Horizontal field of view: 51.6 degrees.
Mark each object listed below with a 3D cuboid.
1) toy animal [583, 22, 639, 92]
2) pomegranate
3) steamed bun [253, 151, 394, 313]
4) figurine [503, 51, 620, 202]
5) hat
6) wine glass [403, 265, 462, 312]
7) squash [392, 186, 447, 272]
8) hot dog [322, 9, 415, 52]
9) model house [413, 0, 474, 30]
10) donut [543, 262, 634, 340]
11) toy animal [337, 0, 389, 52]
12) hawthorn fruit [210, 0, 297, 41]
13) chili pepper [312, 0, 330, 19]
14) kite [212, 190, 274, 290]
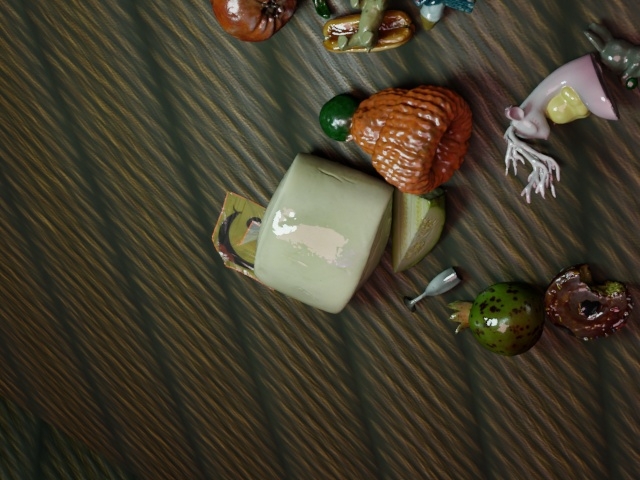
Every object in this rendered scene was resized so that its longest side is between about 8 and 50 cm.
[{"bbox_3d":[0.739,-0.432,1.582,0.236,0.138,0.108,42,166,23],"label":"toy animal"},{"bbox_3d":[0.502,0.233,1.918,0.285,0.231,0.231,-13,110,25],"label":"pomegranate"},{"bbox_3d":[0.000,0.000,1.954,0.371,0.290,0.456,23,121,6],"label":"steamed bun"},{"bbox_3d":[0.584,-0.268,1.659,0.315,0.206,0.284,-24,94,34],"label":"figurine"},{"bbox_3d":[0.202,-0.308,1.798,0.400,0.285,0.285,35,129,39],"label":"hat"},{"bbox_3d":[0.347,0.148,2.036,0.198,0.066,0.066,-38,98,29],"label":"wine glass"},{"bbox_3d":[0.301,-0.017,1.925,0.203,0.111,0.289,33,132,58],"label":"squash"},{"bbox_3d":[0.126,-0.551,1.759,0.249,0.068,0.100,0,102,18],"label":"hot dog"},{"bbox_3d":[0.297,-0.654,1.601,0.253,0.184,0.291,20,135,3],"label":"model house"},{"bbox_3d":[0.752,0.171,1.871,0.230,0.096,0.216,13,122,14],"label":"donut"},{"bbox_3d":[0.134,-0.573,1.669,0.103,0.101,0.219,29,111,35],"label":"toy animal"},{"bbox_3d":[-0.199,-0.665,1.746,0.272,0.241,0.242,47,128,32],"label":"hawthorn fruit"},{"bbox_3d":[0.000,-0.683,1.752,0.073,0.050,0.182,9,121,9],"label":"chili pepper"},{"bbox_3d":[-0.210,-0.001,2.199,0.327,0.013,0.378,-19,106,25],"label":"kite"}]
